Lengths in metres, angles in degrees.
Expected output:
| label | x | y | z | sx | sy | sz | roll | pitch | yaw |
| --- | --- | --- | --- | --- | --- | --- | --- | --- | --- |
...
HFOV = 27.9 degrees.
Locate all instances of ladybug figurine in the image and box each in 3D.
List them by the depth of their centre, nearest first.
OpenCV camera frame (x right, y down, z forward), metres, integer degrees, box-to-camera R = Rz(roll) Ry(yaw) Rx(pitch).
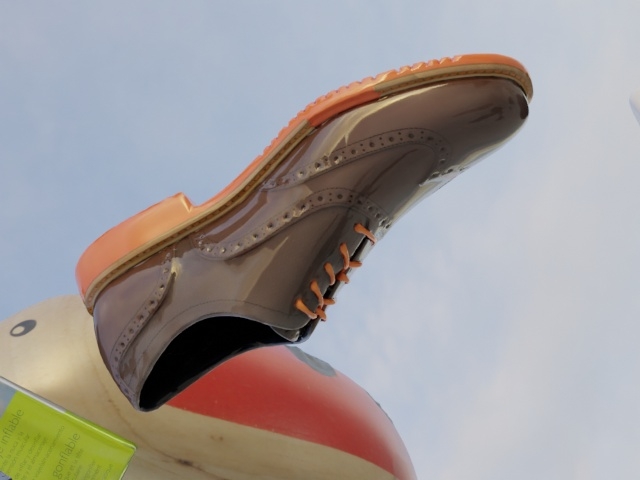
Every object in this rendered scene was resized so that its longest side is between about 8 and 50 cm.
| label | x | y | z | sx | sy | sz | roll | pitch | yaw |
| --- | --- | --- | --- | --- | --- | --- | --- | --- | --- |
| ladybug figurine | -0.099 | 0.164 | 1.071 | 0.449 | 0.305 | 0.162 | 24 | -114 | -29 |

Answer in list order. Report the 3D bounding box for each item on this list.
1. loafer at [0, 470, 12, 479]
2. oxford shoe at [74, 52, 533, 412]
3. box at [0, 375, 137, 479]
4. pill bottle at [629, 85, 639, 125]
| label | x | y | z | sx | sy | sz | roll | pitch | yaw |
| --- | --- | --- | --- | --- | --- | --- | --- | --- | --- |
| loafer | -0.214 | 0.038 | 0.386 | 0.302 | 0.109 | 0.095 | 26 | -100 | -40 |
| oxford shoe | 0.000 | 0.000 | 0.673 | 0.097 | 0.271 | 0.098 | 34 | -151 | -55 |
| box | -0.220 | 0.139 | 0.819 | 0.109 | 0.178 | 0.042 | -63 | 2 | -9 |
| pill bottle | 0.277 | -0.083 | 0.705 | 0.112 | 0.187 | 0.112 | 55 | -168 | -17 |
